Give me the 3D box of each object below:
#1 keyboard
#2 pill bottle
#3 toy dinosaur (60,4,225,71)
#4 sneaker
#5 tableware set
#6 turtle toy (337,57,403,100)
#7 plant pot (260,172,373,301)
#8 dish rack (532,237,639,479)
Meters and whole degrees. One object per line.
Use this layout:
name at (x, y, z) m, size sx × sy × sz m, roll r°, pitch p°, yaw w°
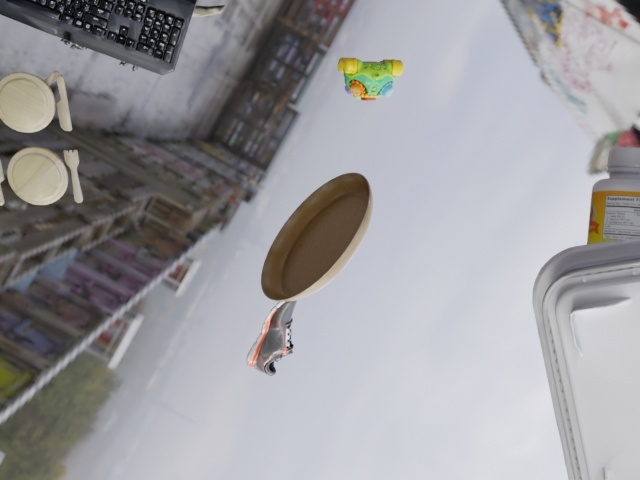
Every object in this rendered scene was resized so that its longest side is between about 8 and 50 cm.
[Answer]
keyboard at (-0.197, -0.206, 0.854) m, size 0.038 × 0.192 × 0.100 m, roll -87°, pitch -163°, yaw -70°
pill bottle at (0.407, -0.009, 1.386) m, size 0.117 × 0.117 × 0.215 m, roll 152°, pitch -56°, yaw -86°
toy dinosaur at (-0.272, -0.298, 1.420) m, size 0.064 × 0.268 × 0.118 m, roll 53°, pitch 55°, yaw -78°
sneaker at (-0.064, 0.157, 1.769) m, size 0.158 × 0.065 × 0.061 m, roll -63°, pitch 166°, yaw 23°
tableware set at (-0.403, -0.146, 1.504) m, size 0.039 × 0.128 × 0.194 m, roll -80°, pitch 168°, yaw -67°
turtle toy at (0.074, -0.252, 1.671) m, size 0.130 × 0.095 × 0.066 m, roll -136°, pitch -132°, yaw -77°
plant pot at (0.000, 0.000, 1.627) m, size 0.236 × 0.032 × 0.236 m, roll -38°, pitch -151°, yaw 26°
dish rack at (0.357, 0.130, 0.918) m, size 0.072 × 0.333 × 0.285 m, roll -21°, pitch 99°, yaw -65°
